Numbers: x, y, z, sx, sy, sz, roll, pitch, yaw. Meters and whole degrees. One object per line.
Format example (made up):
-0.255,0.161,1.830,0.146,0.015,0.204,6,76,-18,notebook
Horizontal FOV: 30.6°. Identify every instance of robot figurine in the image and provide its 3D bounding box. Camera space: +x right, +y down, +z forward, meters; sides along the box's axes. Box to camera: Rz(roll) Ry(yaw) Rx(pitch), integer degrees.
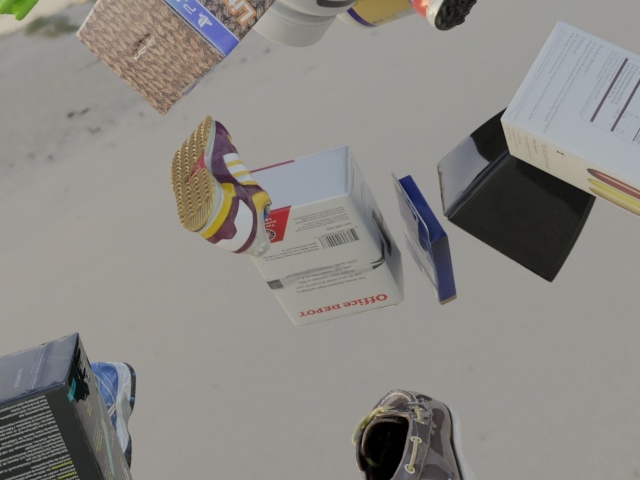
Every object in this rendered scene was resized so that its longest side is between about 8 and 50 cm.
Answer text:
-0.373,-0.318,1.401,0.101,0.115,0.067,12,-44,-45,robot figurine

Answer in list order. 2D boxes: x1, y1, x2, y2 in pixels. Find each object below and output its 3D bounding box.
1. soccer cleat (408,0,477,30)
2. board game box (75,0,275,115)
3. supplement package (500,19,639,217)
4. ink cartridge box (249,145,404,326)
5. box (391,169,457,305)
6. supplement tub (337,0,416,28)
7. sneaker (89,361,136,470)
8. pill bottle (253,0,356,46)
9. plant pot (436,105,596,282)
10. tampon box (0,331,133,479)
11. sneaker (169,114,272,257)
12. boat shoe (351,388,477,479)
0.234,-0.485,1.810,0.108,0.116,0.318,-4,-48,-51,soccer cleat
-0.112,-0.316,1.330,0.291,0.141,0.232,-53,13,-23,board game box
0.344,-0.117,1.298,0.134,0.244,0.139,-60,-19,-4,supplement package
0.000,0.000,1.865,0.197,0.273,0.114,-13,45,16,ink cartridge box
0.167,-0.009,1.870,0.036,0.225,0.136,-25,55,-4,box
0.170,-0.520,2.023,0.331,0.241,0.241,-13,18,33,supplement tub
-0.296,0.259,1.536,0.081,0.211,0.080,15,-32,-33,sneaker
0.008,-0.486,1.835,0.204,0.204,0.361,-40,-8,-45,pill bottle
0.293,-0.087,1.654,0.167,0.187,0.188,-54,14,23,plant pot
-0.236,0.185,1.012,0.101,0.161,0.120,-17,17,-2,tampon box
-0.092,-0.048,1.117,0.069,0.084,0.185,-46,29,23,sneaker
0.091,0.233,1.295,0.116,0.097,0.324,-52,12,10,boat shoe
